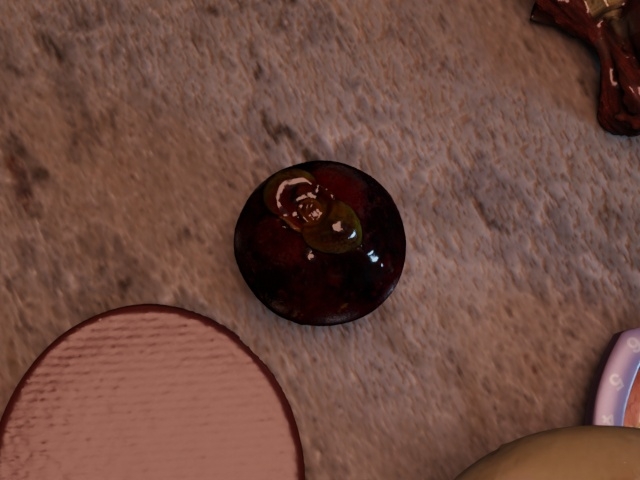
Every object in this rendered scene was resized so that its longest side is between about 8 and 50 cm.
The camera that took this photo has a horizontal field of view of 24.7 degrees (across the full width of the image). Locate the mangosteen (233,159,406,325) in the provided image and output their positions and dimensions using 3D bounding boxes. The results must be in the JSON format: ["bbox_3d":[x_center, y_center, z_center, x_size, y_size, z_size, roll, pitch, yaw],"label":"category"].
[{"bbox_3d":[0.000,0.000,1.250,0.153,0.152,0.152,1,80,-5],"label":"mangosteen"}]

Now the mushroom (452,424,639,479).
[{"bbox_3d":[0.213,0.310,1.105,0.314,0.336,0.314,2,118,4],"label":"mushroom"}]

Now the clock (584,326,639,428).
[{"bbox_3d":[0.311,0.152,1.293,0.198,0.064,0.172,-35,83,-11],"label":"clock"}]

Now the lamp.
[{"bbox_3d":[0.327,-0.205,1.317,0.223,0.151,0.215,-25,79,-7],"label":"lamp"}]

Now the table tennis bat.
[{"bbox_3d":[-0.143,0.258,1.242,0.268,0.051,0.414,-3,79,-5],"label":"table tennis bat"}]
